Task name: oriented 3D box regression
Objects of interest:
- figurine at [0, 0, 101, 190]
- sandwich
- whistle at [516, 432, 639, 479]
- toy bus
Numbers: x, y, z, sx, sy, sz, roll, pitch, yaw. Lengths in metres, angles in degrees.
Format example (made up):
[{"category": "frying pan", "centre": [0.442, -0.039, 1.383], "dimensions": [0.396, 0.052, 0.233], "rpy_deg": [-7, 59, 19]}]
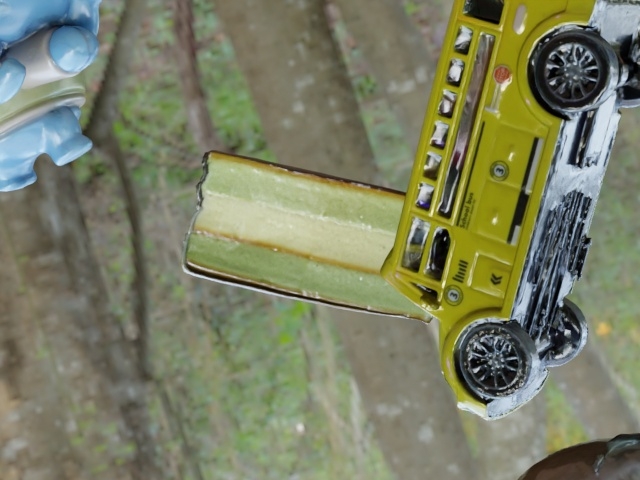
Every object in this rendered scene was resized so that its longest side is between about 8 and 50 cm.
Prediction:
[{"category": "figurine", "centre": [-0.212, -0.164, 1.039], "dimensions": [0.153, 0.262, 0.180], "rpy_deg": [-17, -165, -24]}, {"category": "sandwich", "centre": [0.000, 0.000, 1.290], "dimensions": [0.187, 0.117, 0.144], "rpy_deg": [15, -175, 29]}, {"category": "whistle", "centre": [0.242, 0.203, 0.944], "dimensions": [0.347, 0.189, 0.189], "rpy_deg": [-14, 179, -22]}, {"category": "toy bus", "centre": [0.147, -0.038, 1.131], "dimensions": [0.151, 0.331, 0.145], "rpy_deg": [20, -164, 24]}]
